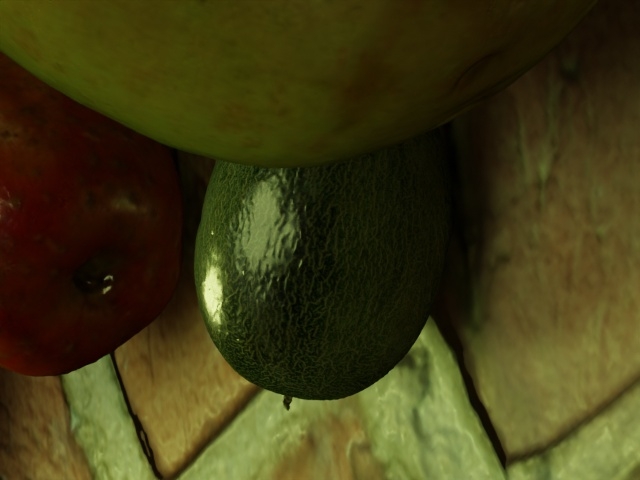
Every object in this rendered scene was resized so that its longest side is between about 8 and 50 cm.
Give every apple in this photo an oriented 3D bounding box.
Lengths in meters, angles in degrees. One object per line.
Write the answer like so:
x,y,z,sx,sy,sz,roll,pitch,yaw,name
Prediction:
-0.019,-0.201,0.697,0.305,0.338,0.338,104,147,-54,apple

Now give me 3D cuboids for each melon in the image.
0.000,0.000,0.836,0.114,0.114,0.167,33,115,50,melon

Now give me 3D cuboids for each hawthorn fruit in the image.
-0.159,-0.013,1.023,0.189,0.189,0.189,2,93,55,hawthorn fruit
